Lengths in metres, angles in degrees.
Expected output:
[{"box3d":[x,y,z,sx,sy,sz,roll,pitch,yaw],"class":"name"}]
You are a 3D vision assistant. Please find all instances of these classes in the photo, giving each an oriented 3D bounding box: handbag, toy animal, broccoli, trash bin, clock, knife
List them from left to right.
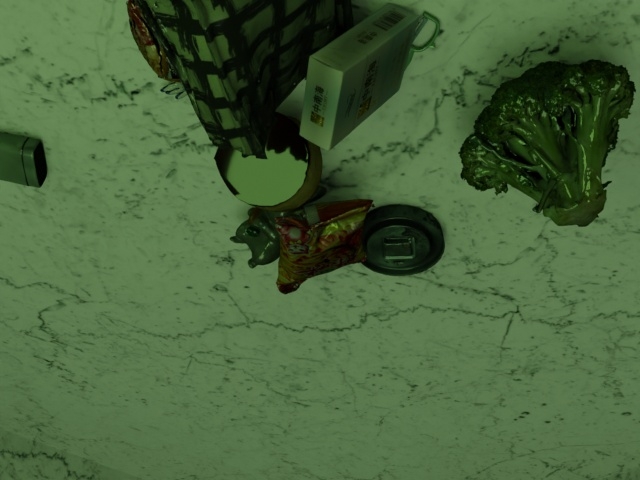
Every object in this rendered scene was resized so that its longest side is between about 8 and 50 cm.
[{"box3d":[-0.673,-0.178,1.398,0.129,0.059,0.116,11,136,-4],"class":"trash bin"},{"box3d":[-0.086,-0.331,0.965,0.162,0.325,0.327,27,152,28],"class":"handbag"},{"box3d":[-0.089,-0.058,1.439,0.125,0.127,0.251,36,117,-14],"class":"toy animal"},{"box3d":[0.182,0.002,1.506,0.214,0.042,0.215,3,138,3],"class":"clock"},{"box3d":[0.155,-0.318,1.173,0.054,0.015,0.212,19,136,-17],"class":"knife"},{"box3d":[0.398,-0.166,1.119,0.303,0.284,0.321,-14,154,7],"class":"broccoli"}]

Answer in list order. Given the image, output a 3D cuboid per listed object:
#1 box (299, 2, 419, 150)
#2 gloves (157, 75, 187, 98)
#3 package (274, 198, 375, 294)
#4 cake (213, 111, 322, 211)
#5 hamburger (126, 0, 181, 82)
[{"box3d":[0.065,-0.273,1.063,0.067,0.243,0.155,30,141,18],"class":"box"},{"box3d":[-0.272,-0.305,1.233,0.086,0.026,0.064,-15,133,29],"class":"gloves"},{"box3d":[0.007,-0.001,1.390,0.223,0.108,0.288,-14,153,-11],"class":"package"},{"box3d":[-0.090,-0.161,1.285,0.185,0.178,0.208,-35,92,13],"class":"cake"},{"box3d":[-0.210,-0.373,1.091,0.230,0.107,0.231,2,134,2],"class":"hamburger"}]
